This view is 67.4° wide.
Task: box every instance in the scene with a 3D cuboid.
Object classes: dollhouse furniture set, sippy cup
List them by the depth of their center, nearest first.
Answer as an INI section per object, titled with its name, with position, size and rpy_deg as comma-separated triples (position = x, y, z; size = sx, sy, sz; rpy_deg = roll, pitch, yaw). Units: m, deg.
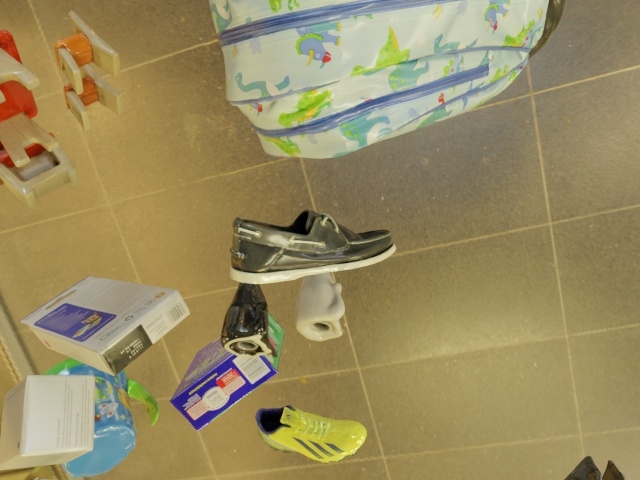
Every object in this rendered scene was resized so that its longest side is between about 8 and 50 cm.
[dollhouse furniture set]
position = -0.418, -0.164, 0.640
size = 0.135, 0.262, 0.259
rpy_deg = 46, 149, 7
[sippy cup]
position = -0.568, 0.440, 1.182
size = 0.305, 0.224, 0.240
rpy_deg = -26, 135, -25

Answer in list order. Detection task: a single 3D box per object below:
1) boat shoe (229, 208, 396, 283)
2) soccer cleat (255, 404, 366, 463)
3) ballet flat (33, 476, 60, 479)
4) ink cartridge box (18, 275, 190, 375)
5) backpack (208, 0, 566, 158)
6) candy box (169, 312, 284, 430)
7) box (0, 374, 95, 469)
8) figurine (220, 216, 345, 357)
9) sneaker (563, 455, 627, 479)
[boat shoe]
position = 0.000, 0.000, 0.599
size = 0.233, 0.084, 0.079
rpy_deg = -5, 98, -30
[soccer cleat]
position = -0.033, 0.432, 1.099
size = 0.289, 0.093, 0.121
rpy_deg = -12, 116, 35
[ballet flat]
position = -0.486, 0.484, 0.848
size = 0.095, 0.280, 0.096
rpy_deg = 29, 70, -37
[ink cartridge box]
position = -0.440, 0.153, 0.956
size = 0.370, 0.176, 0.069
rpy_deg = 4, 124, 39
[backpack]
position = 0.056, -0.227, 0.520
size = 0.290, 0.355, 0.274
rpy_deg = 17, 109, 40
[candy box]
position = -0.247, 0.342, 1.354
size = 0.268, 0.317, 0.122
rpy_deg = -37, 99, 5
[box]
position = -0.366, 0.243, 0.644
size = 0.101, 0.087, 0.102
rpy_deg = -33, 57, 36
[figurine]
position = -0.061, 0.067, 0.807
size = 0.214, 0.210, 0.092
rpy_deg = -17, 144, 18
[sneaker]
position = 0.141, 0.223, 0.314
size = 0.051, 0.089, 0.170
rpy_deg = 21, 123, -19
